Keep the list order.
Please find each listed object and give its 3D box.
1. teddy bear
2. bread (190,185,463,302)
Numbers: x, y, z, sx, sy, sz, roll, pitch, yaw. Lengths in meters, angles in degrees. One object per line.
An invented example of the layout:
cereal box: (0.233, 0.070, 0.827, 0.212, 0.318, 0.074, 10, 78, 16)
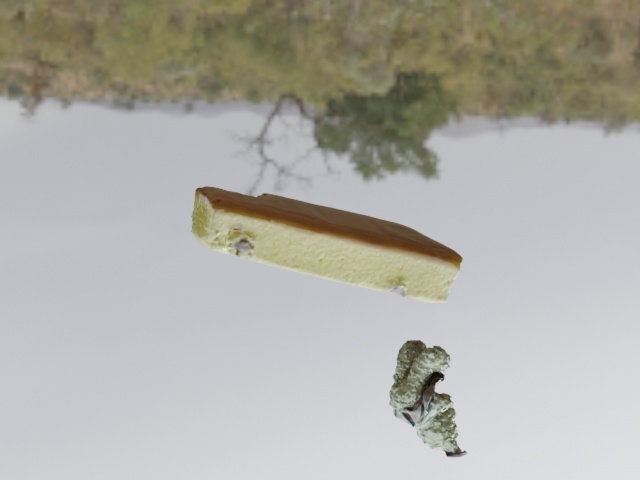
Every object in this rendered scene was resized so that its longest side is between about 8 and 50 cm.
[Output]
teddy bear: (0.175, 0.281, 1.958, 0.111, 0.213, 0.133, -17, -175, -20)
bread: (0.000, 0.000, 0.924, 0.226, 0.049, 0.088, 14, -168, -25)
